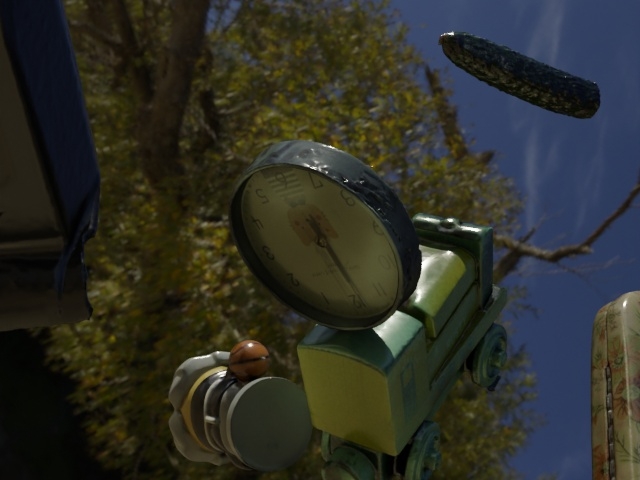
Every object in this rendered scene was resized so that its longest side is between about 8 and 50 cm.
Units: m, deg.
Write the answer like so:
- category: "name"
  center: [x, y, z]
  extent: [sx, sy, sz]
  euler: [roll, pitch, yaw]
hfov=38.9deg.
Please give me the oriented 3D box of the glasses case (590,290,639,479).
- category: "glasses case"
  center: [0.336, 0.239, 0.878]
  extent: [0.157, 0.425, 0.098]
  euler: [27, -40, -19]

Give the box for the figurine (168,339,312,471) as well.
- category: "figurine"
  center: [-0.120, 0.223, 1.231]
  extent: [0.236, 0.133, 0.176]
  euler: [-9, -101, 59]

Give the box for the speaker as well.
- category: "speaker"
  center: [-0.311, -0.107, 0.831]
  extent: [0.388, 0.180, 0.184]
  euler: [89, -9, -47]

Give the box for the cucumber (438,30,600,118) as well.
- category: "cucumber"
  center: [0.286, -0.245, 1.333]
  extent: [0.067, 0.294, 0.067]
  euler: [-40, -137, 50]

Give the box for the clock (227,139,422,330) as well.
- category: "clock"
  center: [0.000, 0.000, 0.970]
  extent: [0.226, 0.049, 0.226]
  euler: [22, -45, 24]

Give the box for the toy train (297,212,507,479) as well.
- category: "toy train"
  center: [0.120, 0.139, 1.165]
  extent: [0.160, 0.397, 0.253]
  euler: [13, -52, 30]
